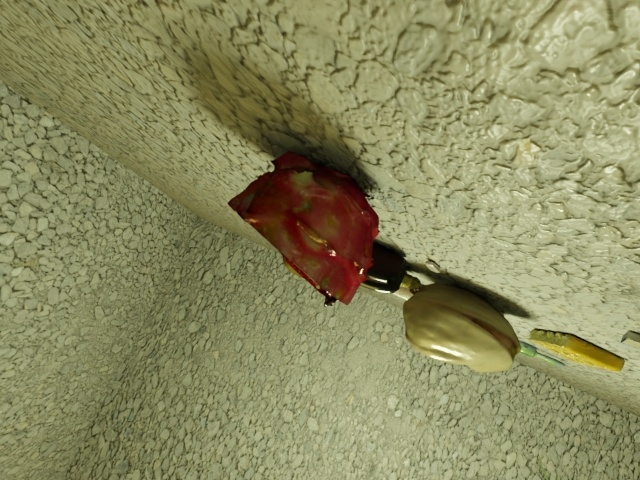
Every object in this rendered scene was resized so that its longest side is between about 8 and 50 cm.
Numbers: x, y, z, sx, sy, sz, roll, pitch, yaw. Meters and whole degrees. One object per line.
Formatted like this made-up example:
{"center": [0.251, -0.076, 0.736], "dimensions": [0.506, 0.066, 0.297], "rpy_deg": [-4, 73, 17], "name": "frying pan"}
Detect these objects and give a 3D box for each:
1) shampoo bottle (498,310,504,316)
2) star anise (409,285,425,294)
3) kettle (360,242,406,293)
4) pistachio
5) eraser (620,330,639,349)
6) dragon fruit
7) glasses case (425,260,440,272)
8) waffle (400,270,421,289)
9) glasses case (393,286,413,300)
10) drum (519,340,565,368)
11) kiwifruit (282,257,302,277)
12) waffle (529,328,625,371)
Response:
{"center": [0.658, 0.282, 1.773], "dimensions": [0.099, 0.043, 0.072], "rpy_deg": [23, 169, 13], "name": "shampoo bottle"}
{"center": [0.472, 0.234, 1.992], "dimensions": [0.157, 0.053, 0.212], "rpy_deg": [31, 168, -29], "name": "star anise"}
{"center": [0.171, 0.086, 1.561], "dimensions": [0.232, 0.144, 0.202], "rpy_deg": [17, -150, 10], "name": "kettle"}
{"center": [0.494, 0.325, 1.662], "dimensions": [0.445, 0.281, 0.365], "rpy_deg": [32, 160, -7], "name": "pistachio"}
{"center": [0.867, 0.279, 1.188], "dimensions": [0.150, 0.023, 0.104], "rpy_deg": [20, 171, 29], "name": "eraser"}
{"center": [-0.016, -0.045, 1.033], "dimensions": [0.371, 0.249, 0.386], "rpy_deg": [39, 177, 34], "name": "dragon fruit"}
{"center": [0.360, 0.084, 1.475], "dimensions": [0.032, 0.021, 0.083], "rpy_deg": [17, 169, 35], "name": "glasses case"}
{"center": [0.251, 0.125, 1.757], "dimensions": [0.261, 0.056, 0.250], "rpy_deg": [21, -175, 1], "name": "waffle"}
{"center": [0.351, 0.214, 2.143], "dimensions": [0.204, 0.081, 0.051], "rpy_deg": [23, 170, 5], "name": "glasses case"}
{"center": [1.077, 0.563, 2.286], "dimensions": [0.253, 0.049, 0.130], "rpy_deg": [20, 171, 30], "name": "drum"}
{"center": [-0.045, 0.070, 2.012], "dimensions": [0.234, 0.196, 0.196], "rpy_deg": [19, 173, -8], "name": "kiwifruit"}
{"center": [0.918, 0.396, 1.674], "dimensions": [0.221, 0.055, 0.248], "rpy_deg": [26, 172, -2], "name": "waffle"}
